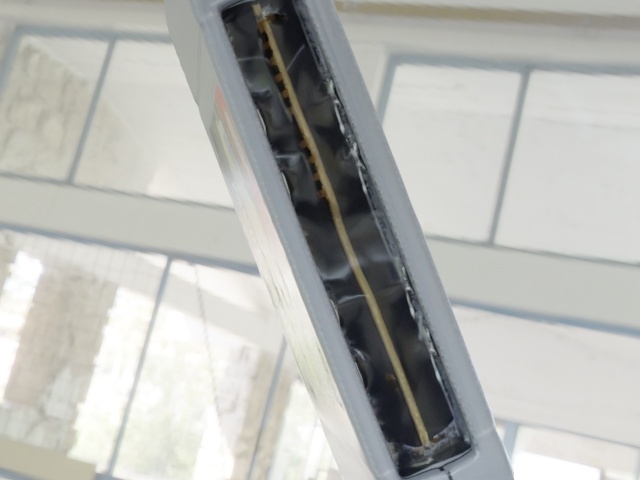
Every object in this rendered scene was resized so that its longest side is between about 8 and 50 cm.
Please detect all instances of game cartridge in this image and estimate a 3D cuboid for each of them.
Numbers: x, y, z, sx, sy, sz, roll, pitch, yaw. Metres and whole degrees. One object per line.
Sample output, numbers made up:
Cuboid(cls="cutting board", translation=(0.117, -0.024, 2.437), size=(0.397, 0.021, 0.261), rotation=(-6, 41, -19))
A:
Cuboid(cls="game cartridge", translation=(0.000, 0.000, 0.485), size=(0.060, 0.294, 0.196), rotation=(-21, 0, -3))
